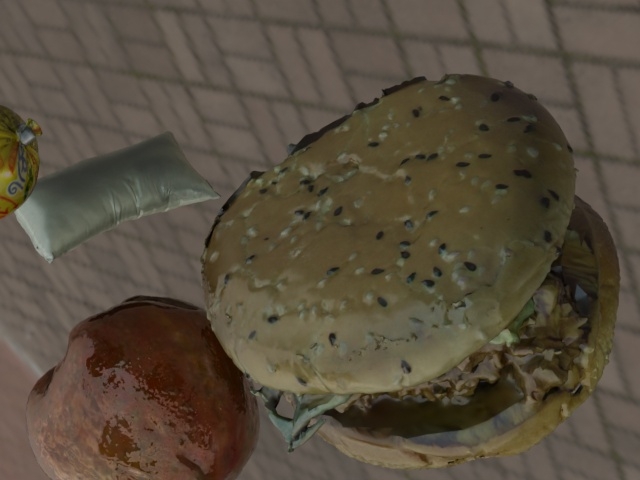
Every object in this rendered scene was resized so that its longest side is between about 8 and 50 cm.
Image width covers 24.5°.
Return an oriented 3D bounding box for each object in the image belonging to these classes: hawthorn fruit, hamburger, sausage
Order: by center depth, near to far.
[{"bbox_3d":[0.079,0.037,1.162,0.195,0.318,0.277,56,-174,-37],"label":"hamburger"},{"bbox_3d":[-0.413,-0.042,1.442,0.347,0.123,0.123,-21,111,25],"label":"sausage"},{"bbox_3d":[-0.187,0.221,1.745,0.298,0.277,0.277,52,154,17],"label":"hawthorn fruit"}]

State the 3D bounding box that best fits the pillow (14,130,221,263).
[{"bbox_3d":[-0.263,-0.058,1.865,0.144,0.254,0.078,43,143,39],"label":"pillow"}]
